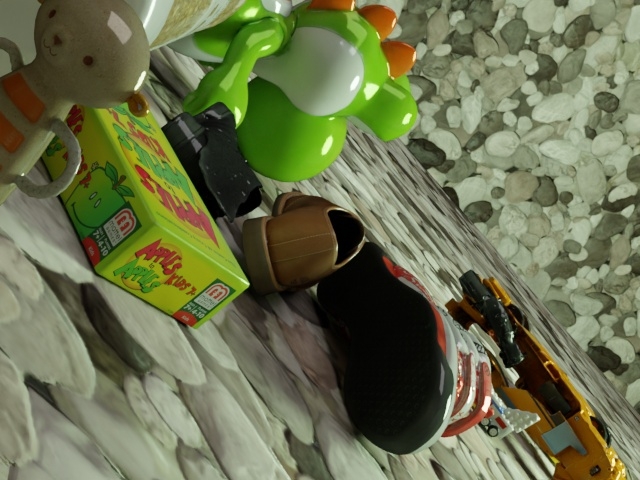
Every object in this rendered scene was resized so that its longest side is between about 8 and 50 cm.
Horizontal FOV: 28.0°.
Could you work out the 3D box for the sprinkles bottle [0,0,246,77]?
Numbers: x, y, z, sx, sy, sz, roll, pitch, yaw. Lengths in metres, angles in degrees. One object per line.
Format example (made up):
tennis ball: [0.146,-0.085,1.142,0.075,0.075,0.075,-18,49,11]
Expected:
sprinkles bottle: [-0.111,-0.162,0.715,0.121,0.121,0.355,49,13,-7]

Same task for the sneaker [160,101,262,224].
sneaker: [-0.078,-0.052,0.949,0.089,0.051,0.170,51,14,0]

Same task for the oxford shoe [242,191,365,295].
oxford shoe: [0.000,0.000,0.966,0.212,0.076,0.076,-52,128,-79]

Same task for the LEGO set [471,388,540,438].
LEGO set: [0.124,0.101,1.286,0.244,0.060,0.182,39,19,-54]

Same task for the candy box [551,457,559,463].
candy box: [0.286,0.231,1.625,0.105,0.027,0.206,48,9,10]

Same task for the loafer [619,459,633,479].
loafer: [0.380,0.310,1.672,0.050,0.056,0.148,41,12,-16]

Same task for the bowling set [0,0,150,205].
bowling set: [-0.188,-0.143,0.446,0.287,0.154,0.200,52,9,15]

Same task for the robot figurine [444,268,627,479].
robot figurine: [0.235,0.162,1.444,0.291,0.085,0.211,56,6,25]

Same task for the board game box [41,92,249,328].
board game box: [-0.115,-0.041,0.735,0.092,0.043,0.181,39,15,-53]

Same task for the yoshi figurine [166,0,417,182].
yoshi figurine: [-0.084,-0.164,1.142,0.362,0.204,0.203,30,-23,-27]

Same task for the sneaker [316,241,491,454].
sneaker: [0.085,0.105,0.969,0.145,0.090,0.270,44,8,-22]
